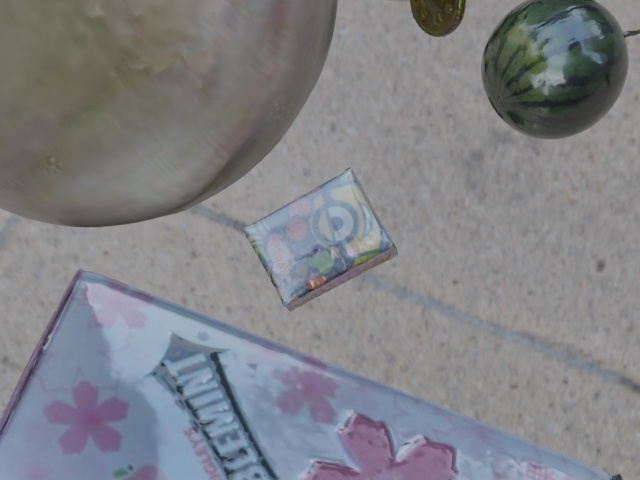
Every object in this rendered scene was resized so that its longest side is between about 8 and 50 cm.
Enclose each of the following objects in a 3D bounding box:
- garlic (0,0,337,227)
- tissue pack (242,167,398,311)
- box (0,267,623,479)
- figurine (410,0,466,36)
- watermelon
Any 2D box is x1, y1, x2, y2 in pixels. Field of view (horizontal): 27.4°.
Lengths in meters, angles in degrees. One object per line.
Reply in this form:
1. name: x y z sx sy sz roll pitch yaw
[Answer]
1. garlic: -0.153 -0.105 0.611 0.340 0.246 0.231 -23 75 5
2. tissue pack: 0.000 0.000 1.524 0.148 0.060 0.108 -28 76 0
3. box: -0.007 0.166 0.772 0.370 0.112 0.190 20 52 -3
4. figurine: 0.060 -0.289 1.045 0.143 0.143 0.271 -29 84 -7
5. watermelon: 0.184 -0.134 0.970 0.133 0.105 0.105 -27 62 -9
